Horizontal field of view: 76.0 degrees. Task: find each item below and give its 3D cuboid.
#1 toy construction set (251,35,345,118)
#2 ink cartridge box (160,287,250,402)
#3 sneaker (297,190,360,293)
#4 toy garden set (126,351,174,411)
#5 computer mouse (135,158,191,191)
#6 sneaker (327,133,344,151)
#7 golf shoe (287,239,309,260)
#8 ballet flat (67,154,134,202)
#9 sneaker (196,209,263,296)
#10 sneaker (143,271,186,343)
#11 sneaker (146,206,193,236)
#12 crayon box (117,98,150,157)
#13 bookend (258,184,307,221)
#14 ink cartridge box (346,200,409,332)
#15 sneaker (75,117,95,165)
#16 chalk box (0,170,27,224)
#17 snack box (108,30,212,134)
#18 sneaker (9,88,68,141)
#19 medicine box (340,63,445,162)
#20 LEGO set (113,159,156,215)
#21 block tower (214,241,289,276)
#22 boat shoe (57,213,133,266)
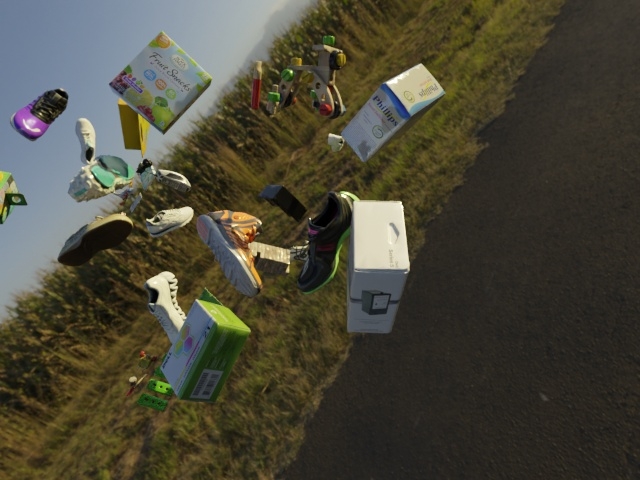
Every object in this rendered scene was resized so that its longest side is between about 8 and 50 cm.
[{"bbox_3d":[-0.062,-0.526,1.296,0.257,0.309,0.237,38,128,47],"label":"toy construction set"},{"bbox_3d":[-0.303,0.233,0.986,0.255,0.097,0.188,26,90,47],"label":"ink cartridge box"},{"bbox_3d":[0.000,0.000,1.796,0.185,0.202,0.482,24,90,54],"label":"sneaker"},{"bbox_3d":[-0.704,0.587,1.730,0.244,0.204,0.049,-74,2,-52],"label":"toy garden set"},{"bbox_3d":[-0.554,-0.232,1.467,0.106,0.193,0.042,-29,44,52],"label":"computer mouse"},{"bbox_3d":[0.077,-0.424,1.798,0.152,0.061,0.053,11,-93,-75],"label":"sneaker"},{"bbox_3d":[-0.099,0.070,2.033,0.198,0.077,0.093,-30,57,8],"label":"golf shoe"},{"bbox_3d":[-0.804,-0.224,1.492,0.147,0.147,0.409,-46,17,5],"label":"ballet flat"},{"bbox_3d":[-0.237,0.017,1.295,0.180,0.321,0.124,-22,-22,-39],"label":"sneaker"},{"bbox_3d":[-0.603,0.274,1.585,0.110,0.292,0.118,-12,5,26],"label":"sneaker"},{"bbox_3d":[-0.720,-0.109,1.972,0.090,0.094,0.235,25,48,34],"label":"sneaker"},{"bbox_3d":[-0.724,-0.498,1.605,0.202,0.081,0.318,107,157,-44],"label":"crayon box"},{"bbox_3d":[-0.163,-0.161,1.754,0.072,0.156,0.157,-54,31,-14],"label":"bookend"},{"bbox_3d":[0.123,0.067,0.961,0.272,0.115,0.198,90,-178,-51],"label":"ink cartridge box"},{"bbox_3d":[-1.072,-0.453,1.889,0.080,0.212,0.094,-11,20,-34],"label":"sneaker"},{"bbox_3d":[-1.486,-0.201,1.829,0.180,0.289,0.179,119,159,-51],"label":"chalk box"},{"bbox_3d":[-0.433,-0.429,1.126,0.207,0.174,0.070,-53,17,-11],"label":"snack box"},{"bbox_3d":[-1.006,-0.479,1.493,0.146,0.102,0.293,-31,38,16],"label":"sneaker"},{"bbox_3d":[0.261,-0.462,1.500,0.263,0.149,0.289,-40,-1,-37],"label":"medicine box"},{"bbox_3d":[-0.759,-0.208,1.654,0.244,0.060,0.182,-53,40,9],"label":"LEGO set"},{"bbox_3d":[-0.298,0.069,1.855,0.091,0.336,0.097,-92,22,-46],"label":"block tower"},{"bbox_3d":[-0.702,-0.017,1.269,0.285,0.104,0.089,-26,55,15],"label":"boat shoe"}]
